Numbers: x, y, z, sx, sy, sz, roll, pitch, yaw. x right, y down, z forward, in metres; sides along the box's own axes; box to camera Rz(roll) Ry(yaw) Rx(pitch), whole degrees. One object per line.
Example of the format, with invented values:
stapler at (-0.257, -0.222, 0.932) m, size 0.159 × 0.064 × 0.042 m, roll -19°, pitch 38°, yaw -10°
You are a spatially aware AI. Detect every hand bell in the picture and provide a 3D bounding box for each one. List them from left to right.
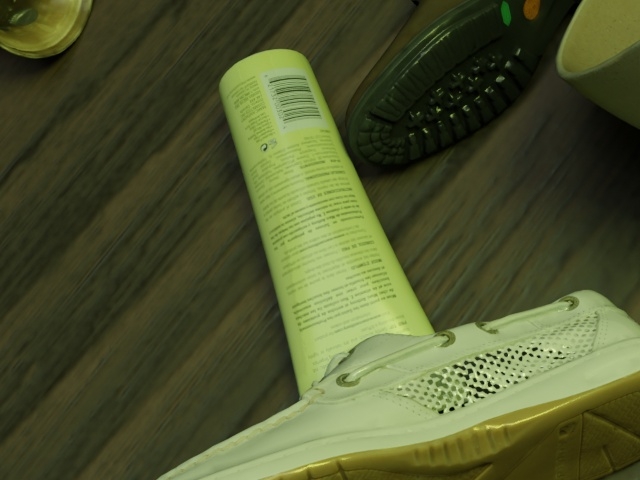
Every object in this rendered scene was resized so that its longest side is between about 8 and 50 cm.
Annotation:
hand bell at (-0.305, -0.193, 0.784) m, size 0.242 × 0.126 × 0.126 m, roll 1°, pitch 66°, yaw 33°

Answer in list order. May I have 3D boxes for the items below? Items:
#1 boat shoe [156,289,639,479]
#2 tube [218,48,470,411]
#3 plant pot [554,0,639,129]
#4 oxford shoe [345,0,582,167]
boat shoe at (0.038, 0.093, 0.505) m, size 0.277 × 0.098 × 0.096 m, roll -14°, pitch 41°, yaw -14°
tube at (0.000, 0.000, 0.602) m, size 0.070 × 0.062 × 0.240 m, roll -41°, pitch 59°, yaw 38°
plant pot at (0.274, -0.126, 0.466) m, size 0.191 × 0.284 × 0.284 m, roll 39°, pitch 82°, yaw -7°
oxford shoe at (0.090, -0.137, 0.628) m, size 0.227 × 0.083 × 0.096 m, roll -46°, pitch 43°, yaw -7°
